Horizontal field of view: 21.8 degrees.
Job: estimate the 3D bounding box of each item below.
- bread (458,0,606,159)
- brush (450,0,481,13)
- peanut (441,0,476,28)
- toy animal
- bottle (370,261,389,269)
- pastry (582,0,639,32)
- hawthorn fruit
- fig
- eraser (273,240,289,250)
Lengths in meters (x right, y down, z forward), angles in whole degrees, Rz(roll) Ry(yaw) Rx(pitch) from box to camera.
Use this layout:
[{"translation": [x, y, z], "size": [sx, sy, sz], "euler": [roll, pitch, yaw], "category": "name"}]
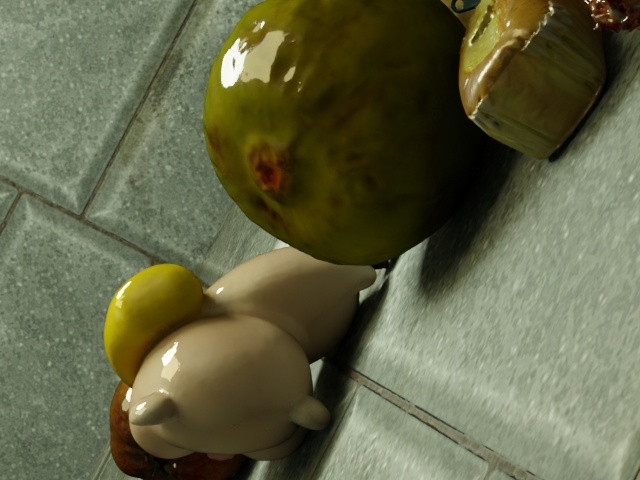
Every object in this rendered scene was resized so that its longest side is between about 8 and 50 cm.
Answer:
[{"translation": [0.217, -0.202, 1.692], "size": [0.152, 0.119, 0.288], "euler": [-53, 12, 27], "category": "bread"}, {"translation": [0.221, -0.282, 1.835], "size": [0.164, 0.051, 0.014], "euler": [-17, 4, 18], "category": "brush"}, {"translation": [0.159, -0.306, 2.059], "size": [0.110, 0.197, 0.233], "euler": [93, -160, -75], "category": "peanut"}, {"translation": [-0.086, 0.174, 2.020], "size": [0.277, 0.345, 0.247], "euler": [101, 150, -41], "category": "toy animal"}, {"translation": [0.088, -0.040, 2.077], "size": [0.164, 0.060, 0.060], "euler": [-66, 10, -17], "category": "bottle"}, {"translation": [0.288, -0.246, 1.484], "size": [0.208, 0.097, 0.115], "euler": [-81, 3, -65], "category": "pastry"}, {"translation": [-0.175, 0.238, 2.317], "size": [0.208, 0.208, 0.248], "euler": [-54, -3, 38], "category": "hawthorn fruit"}, {"translation": [0.045, -0.144, 1.873], "size": [0.343, 0.343, 0.343], "euler": [-59, 10, 17], "category": "fig"}, {"translation": [0.000, 0.000, 2.305], "size": [0.404, 0.098, 0.096], "euler": [-61, 10, 9], "category": "eraser"}]
